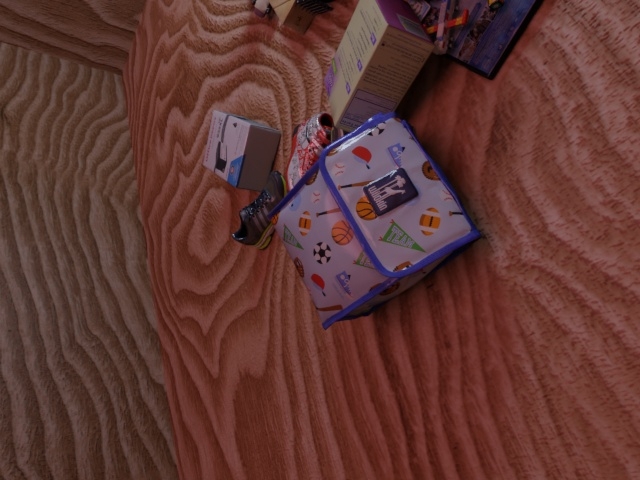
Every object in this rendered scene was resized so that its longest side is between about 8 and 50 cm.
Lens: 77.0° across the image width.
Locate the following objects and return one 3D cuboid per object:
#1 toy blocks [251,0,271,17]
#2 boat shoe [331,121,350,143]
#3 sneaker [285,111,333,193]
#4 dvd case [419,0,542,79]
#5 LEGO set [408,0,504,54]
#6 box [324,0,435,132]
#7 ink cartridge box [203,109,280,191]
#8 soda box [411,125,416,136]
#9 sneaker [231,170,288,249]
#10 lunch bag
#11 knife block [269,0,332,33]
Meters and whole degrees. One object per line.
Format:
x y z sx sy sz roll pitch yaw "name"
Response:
-0.262 -1.000 1.444 0.289 0.309 0.260 -59 13 13 "toy blocks"
0.060 -0.282 1.077 0.068 0.081 0.228 -9 83 45 "boat shoe"
-0.020 -0.235 1.145 0.145 0.090 0.270 -15 65 49 "sneaker"
0.313 -0.466 0.834 0.253 0.022 0.180 52 126 38 "dvd case"
0.264 -0.507 0.831 0.182 0.060 0.244 -51 48 37 "LEGO set"
0.119 -0.401 0.919 0.243 0.117 0.214 123 149 -42 "box"
-0.299 -0.332 1.471 0.307 0.129 0.223 34 114 46 "ink cartridge box"
0.153 -0.220 0.984 0.169 0.053 0.060 -22 72 48 "soda box"
-0.201 -0.096 1.346 0.111 0.121 0.300 47 122 40 "sneaker"
0.104 -0.037 0.882 0.385 0.239 0.328 -39 70 34 "lunch bag"
-0.046 -0.787 1.231 0.242 0.088 0.276 -47 54 36 "knife block"
